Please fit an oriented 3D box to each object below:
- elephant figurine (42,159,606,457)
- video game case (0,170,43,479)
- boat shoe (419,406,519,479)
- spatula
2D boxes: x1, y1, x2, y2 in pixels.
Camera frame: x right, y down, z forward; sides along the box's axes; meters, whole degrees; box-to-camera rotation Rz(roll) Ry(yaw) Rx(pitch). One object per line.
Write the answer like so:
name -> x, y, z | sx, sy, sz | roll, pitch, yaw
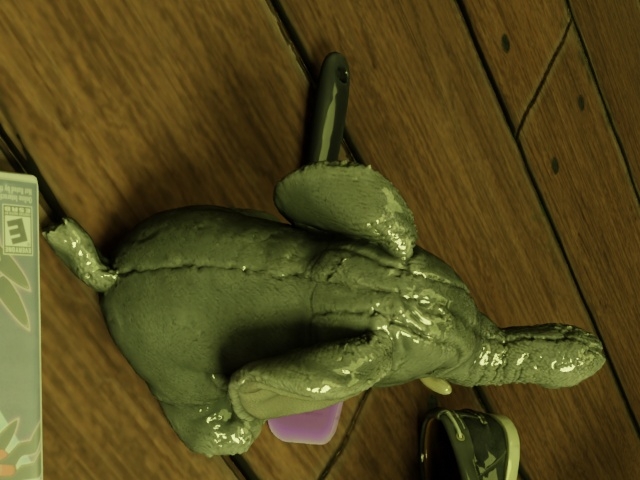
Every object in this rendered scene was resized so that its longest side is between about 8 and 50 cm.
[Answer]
elephant figurine -> 0.008, 0.034, 0.549 | 0.186, 0.239, 0.170 | -29, 108, -51
video game case -> -0.212, 0.051, 0.432 | 0.201, 0.023, 0.184 | 5, 81, -54
boat shoe -> 0.109, 0.255, 0.801 | 0.079, 0.084, 0.233 | 17, 72, -34
spatula -> 0.000, 0.000, 0.721 | 0.084, 0.030, 0.297 | 17, 71, -49
